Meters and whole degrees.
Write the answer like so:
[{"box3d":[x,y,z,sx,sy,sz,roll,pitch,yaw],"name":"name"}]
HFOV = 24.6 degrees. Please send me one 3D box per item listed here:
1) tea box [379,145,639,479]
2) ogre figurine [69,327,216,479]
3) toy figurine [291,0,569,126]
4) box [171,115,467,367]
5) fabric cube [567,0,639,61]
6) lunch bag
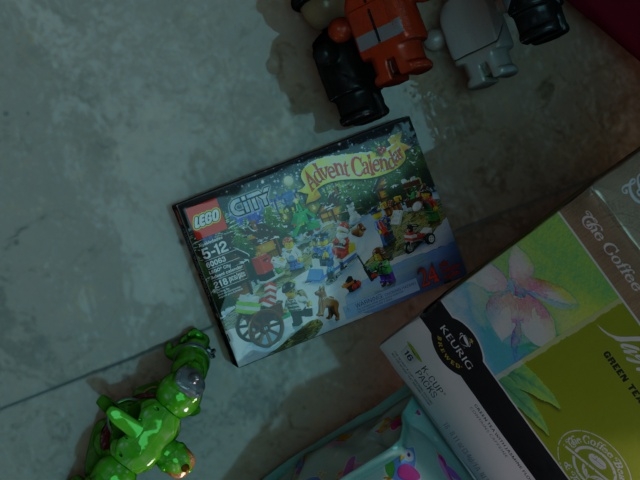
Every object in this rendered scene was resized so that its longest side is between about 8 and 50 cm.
[{"box3d":[0.287,0.041,1.202,0.329,0.323,0.220,-31,82,-35],"name":"tea box"},{"box3d":[-0.159,0.168,1.283,0.197,0.118,0.097,-33,97,-9],"name":"ogre figurine"},{"box3d":[0.092,-0.208,1.284,0.209,0.213,0.148,-18,84,-13],"name":"toy figurine"},{"box3d":[0.000,0.000,1.351,0.233,0.044,0.159,-22,96,-11],"name":"box"},{"box3d":[0.347,-0.311,1.287,0.258,0.254,0.259,42,84,7],"name":"fabric cube"},{"box3d":[0.047,0.285,1.307,0.262,0.160,0.223,-36,100,24],"name":"lunch bag"}]
